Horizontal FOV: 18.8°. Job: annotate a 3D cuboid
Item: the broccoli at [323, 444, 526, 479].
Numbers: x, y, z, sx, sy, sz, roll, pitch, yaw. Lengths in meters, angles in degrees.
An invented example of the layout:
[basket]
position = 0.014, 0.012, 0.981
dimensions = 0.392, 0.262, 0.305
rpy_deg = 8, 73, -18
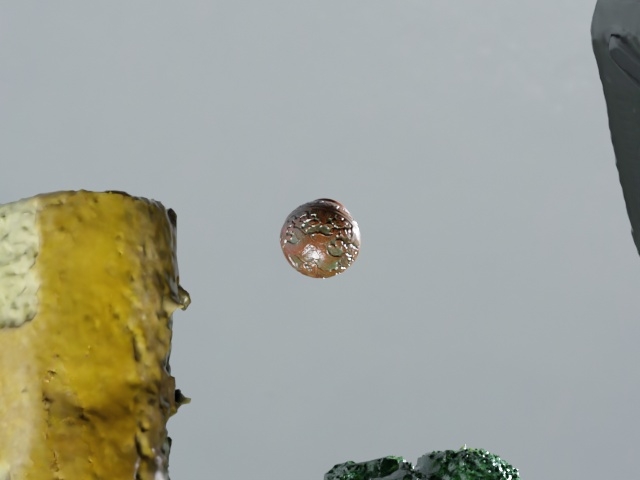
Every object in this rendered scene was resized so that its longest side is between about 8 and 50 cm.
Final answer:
[broccoli]
position = 0.113, 0.319, 1.908
dimensions = 0.254, 0.269, 0.269
rpy_deg = -43, 175, 0

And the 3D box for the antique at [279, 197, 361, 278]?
[antique]
position = 0.000, 0.000, 2.366
dimensions = 0.104, 0.104, 0.104
rpy_deg = 15, 90, -86

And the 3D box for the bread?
[bread]
position = -0.212, 0.154, 1.448
dimensions = 0.165, 0.236, 0.375
rpy_deg = 35, 49, -56

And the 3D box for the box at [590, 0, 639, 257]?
[box]
position = 0.432, -0.088, 1.891
dimensions = 0.091, 0.359, 0.350
rpy_deg = -40, 124, -34
